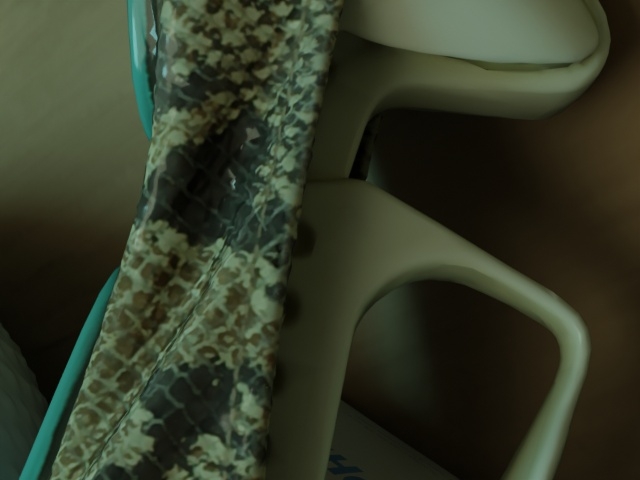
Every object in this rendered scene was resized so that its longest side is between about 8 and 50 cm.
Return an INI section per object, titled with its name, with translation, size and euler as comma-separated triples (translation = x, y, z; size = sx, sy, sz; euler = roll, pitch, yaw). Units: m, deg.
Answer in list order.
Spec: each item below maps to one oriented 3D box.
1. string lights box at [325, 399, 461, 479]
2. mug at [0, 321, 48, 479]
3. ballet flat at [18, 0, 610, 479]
[string lights box]
translation = -0.041, 0.192, 0.607
size = 0.133, 0.076, 0.260
euler = 30, 107, 44
[mug]
translation = -0.297, 0.121, 0.653
size = 0.328, 0.374, 0.276
euler = -116, 34, -74
[ballet flat]
translation = 0.000, 0.000, 0.483
size = 0.182, 0.164, 0.483
euler = 7, 79, 10
